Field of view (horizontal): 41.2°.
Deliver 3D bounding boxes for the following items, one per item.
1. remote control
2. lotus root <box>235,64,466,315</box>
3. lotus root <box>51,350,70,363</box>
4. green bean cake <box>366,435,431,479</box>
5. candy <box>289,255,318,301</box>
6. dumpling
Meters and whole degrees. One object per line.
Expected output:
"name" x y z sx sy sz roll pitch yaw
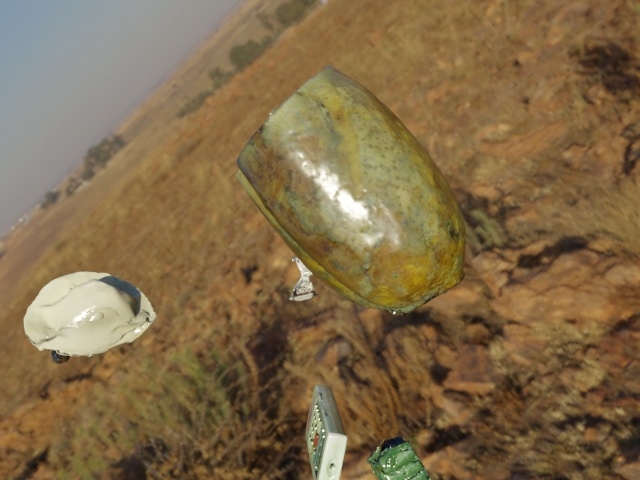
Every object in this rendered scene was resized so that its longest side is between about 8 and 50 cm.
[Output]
"remote control" 0.009 0.439 1.911 0.344 0.050 0.145 -127 47 -81
"lotus root" 0.058 -0.052 1.189 0.250 0.346 0.250 -39 -1 -1
"lotus root" -0.548 0.238 1.801 0.083 0.030 0.037 -11 -57 -85
"green bean cake" 0.174 0.533 2.023 0.107 0.193 0.208 -32 22 -7
"candy" 0.000 0.000 1.431 0.051 0.094 0.226 10 75 48
"dumpling" -0.448 0.129 1.654 0.142 0.247 0.172 109 146 -46
